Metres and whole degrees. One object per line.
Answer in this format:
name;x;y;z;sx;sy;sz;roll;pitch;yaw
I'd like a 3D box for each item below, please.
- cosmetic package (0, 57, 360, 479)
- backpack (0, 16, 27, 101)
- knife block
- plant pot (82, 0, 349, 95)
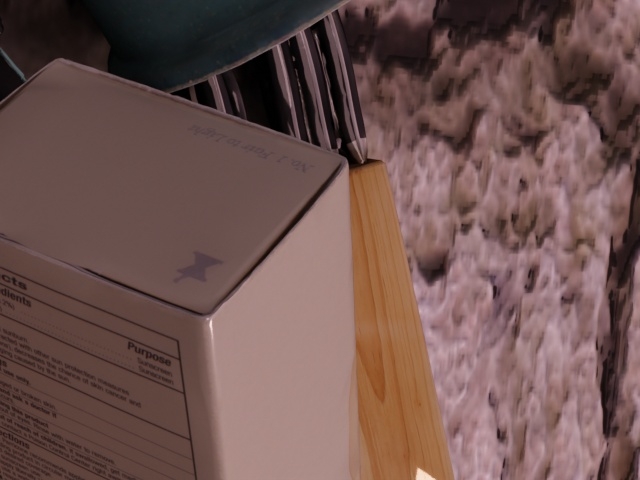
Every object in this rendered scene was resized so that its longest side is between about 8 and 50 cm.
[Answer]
cosmetic package;-0.073;0.087;0.768;0.113;0.160;0.309;-47;149;-39
backpack;-0.217;-0.012;0.779;0.166;0.144;0.188;54;45;-25
knife block;0.000;0.000;0.938;0.275;0.088;0.242;31;82;-27
plant pot;-0.061;-0.301;0.737;0.341;0.341;0.334;-44;110;-17
